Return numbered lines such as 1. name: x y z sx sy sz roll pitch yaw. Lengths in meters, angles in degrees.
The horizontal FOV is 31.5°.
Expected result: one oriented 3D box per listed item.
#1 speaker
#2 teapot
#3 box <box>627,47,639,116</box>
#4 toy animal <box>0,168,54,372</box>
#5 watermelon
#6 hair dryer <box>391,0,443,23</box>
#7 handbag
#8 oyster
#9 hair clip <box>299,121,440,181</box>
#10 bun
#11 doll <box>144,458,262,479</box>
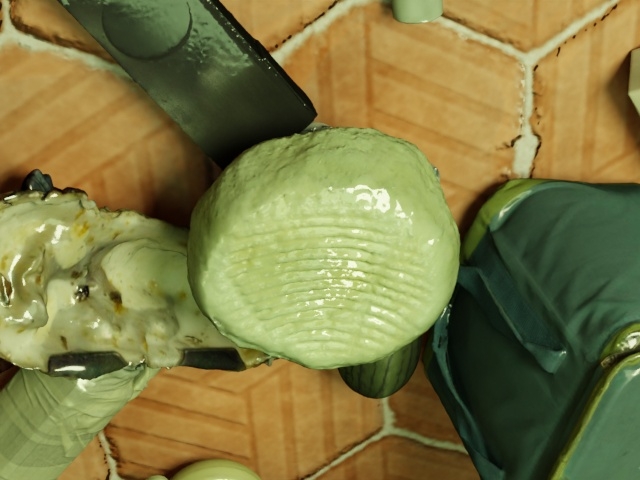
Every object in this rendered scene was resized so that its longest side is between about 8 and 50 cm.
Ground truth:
1. speaker: -0.099 -0.142 0.792 0.082 0.044 0.218 -37 123 10
2. teapot: -0.209 0.141 0.931 0.200 0.077 0.107 -47 145 17
3. box: 0.346 -0.082 0.898 0.141 0.058 0.201 -16 131 34
4. toy animal: -0.267 0.048 0.827 0.218 0.116 0.179 -34 128 -10
5. watermelon: 0.048 0.086 0.955 0.078 0.078 0.111 -6 126 -10
6. hair dryer: 0.107 -0.201 0.817 0.124 0.038 0.063 -17 126 -12
7. handbag: 0.222 0.103 0.907 0.222 0.241 0.263 6 123 -22
8. oyster: -0.131 0.048 0.853 0.345 0.078 0.129 18 78 -48
9. hair clip: 0.031 -0.023 0.901 0.172 0.049 0.116 21 110 -22
10. bun: 0.000 0.000 0.822 0.195 0.118 0.195 -3 128 -4
11. doll: -0.034 0.283 1.037 0.296 0.117 0.141 25 110 -27
